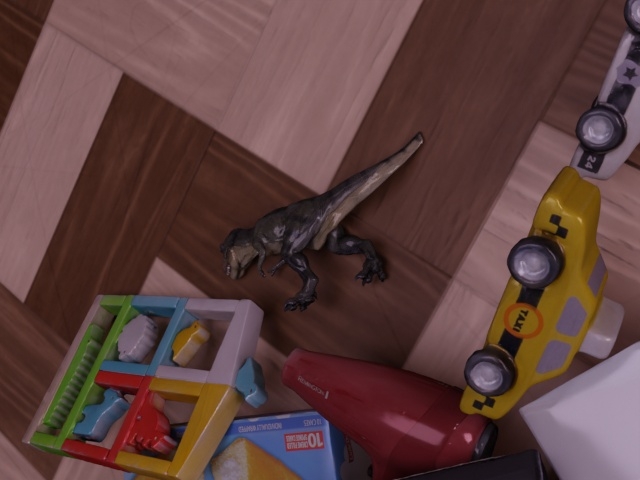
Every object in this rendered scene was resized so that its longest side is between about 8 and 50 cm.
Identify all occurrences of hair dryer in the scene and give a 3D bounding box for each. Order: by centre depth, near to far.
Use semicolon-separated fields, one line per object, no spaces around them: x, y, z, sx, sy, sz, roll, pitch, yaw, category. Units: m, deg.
0.054;0.213;0.700;0.224;0.080;0.293;-32;72;14;hair dryer

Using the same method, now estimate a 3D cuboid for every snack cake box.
-0.072;0.255;0.851;0.264;0.089;0.152;-13;79;29;snack cake box

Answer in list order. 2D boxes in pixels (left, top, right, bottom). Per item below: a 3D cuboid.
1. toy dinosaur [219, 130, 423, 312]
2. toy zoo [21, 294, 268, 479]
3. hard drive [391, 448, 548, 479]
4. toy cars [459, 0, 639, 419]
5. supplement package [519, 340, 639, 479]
0.000;0.000;0.843;0.268;0.064;0.118;-28;67;23;toy dinosaur
-0.175;0.148;0.883;0.293;0.030;0.192;0;56;38;toy zoo
0.102;0.342;0.635;0.237;0.064;0.338;-19;100;15;hard drive
0.219;-0.040;0.630;0.087;0.176;0.393;24;76;16;toy cars
0.294;0.159;0.603;0.194;0.149;0.203;-37;69;24;supplement package
